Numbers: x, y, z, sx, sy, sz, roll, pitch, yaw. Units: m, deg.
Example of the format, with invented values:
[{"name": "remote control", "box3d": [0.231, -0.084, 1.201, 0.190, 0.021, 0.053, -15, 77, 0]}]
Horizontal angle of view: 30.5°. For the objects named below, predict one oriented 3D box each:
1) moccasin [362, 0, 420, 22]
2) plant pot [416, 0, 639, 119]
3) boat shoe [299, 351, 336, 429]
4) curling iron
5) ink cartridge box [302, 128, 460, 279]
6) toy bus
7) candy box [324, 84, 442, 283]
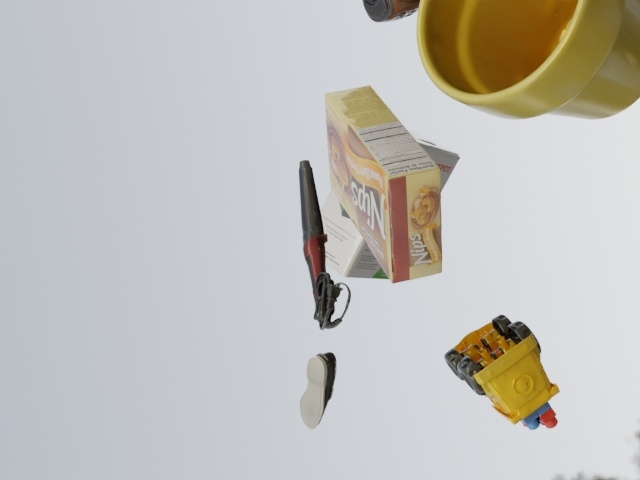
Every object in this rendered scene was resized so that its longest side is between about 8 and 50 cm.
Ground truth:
[{"name": "moccasin", "box3d": [0.098, -0.583, 2.084, 0.147, 0.139, 0.380, -26, -88, -28]}, {"name": "plant pot", "box3d": [0.287, -0.256, 1.443, 0.239, 0.254, 0.254, 17, -115, -43]}, {"name": "boat shoe", "box3d": [-0.001, 0.220, 1.729, 0.038, 0.046, 0.125, -20, -56, -44]}, {"name": "curling iron", "box3d": [0.000, 0.000, 1.522, 0.035, 0.068, 0.274, 14, -136, -24]}, {"name": "ink cartridge box", "box3d": [0.121, -0.077, 2.276, 0.211, 0.121, 0.289, 7, -67, -59]}, {"name": "toy bus", "box3d": [0.361, 0.267, 2.231, 0.211, 0.149, 0.220, 55, 174, -11]}, {"name": "candy box", "box3d": [0.093, -0.095, 1.824, 0.316, 0.087, 0.183, -121, 22, -55]}]
